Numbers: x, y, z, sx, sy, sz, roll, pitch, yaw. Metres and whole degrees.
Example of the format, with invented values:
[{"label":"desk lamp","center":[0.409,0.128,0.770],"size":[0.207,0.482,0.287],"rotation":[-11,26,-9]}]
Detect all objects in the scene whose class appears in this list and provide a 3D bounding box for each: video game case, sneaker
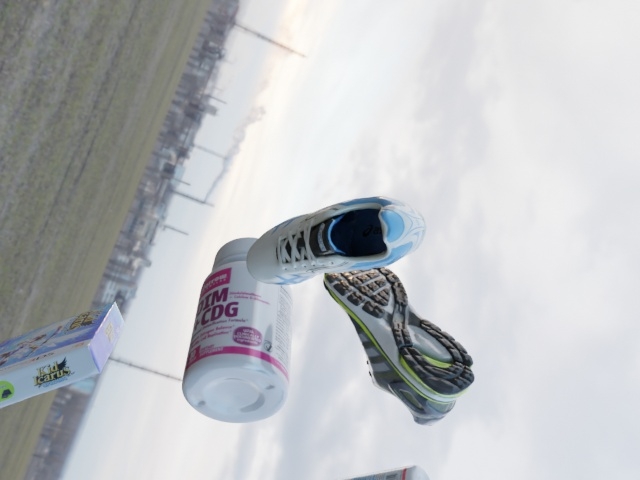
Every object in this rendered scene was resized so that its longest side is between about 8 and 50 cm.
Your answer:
[{"label":"video game case","center":[-0.523,0.218,1.202],"size":[0.269,0.244,0.061],"rotation":[-127,-161,-76]},{"label":"sneaker","center":[0.000,0.000,0.699],"size":[0.237,0.086,0.085],"rotation":[-14,-104,35]},{"label":"sneaker","center":[0.088,0.140,0.894],"size":[0.300,0.111,0.121],"rotation":[52,-40,43]}]

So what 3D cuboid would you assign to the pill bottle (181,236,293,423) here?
[{"label":"pill bottle","center":[-0.126,0.136,1.027],"size":[0.283,0.160,0.160],"rotation":[-90,-155,-48]}]

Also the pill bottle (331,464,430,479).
[{"label":"pill bottle","center":[0.052,0.322,0.740],"size":[0.160,0.087,0.087],"rotation":[-18,-142,19]}]
